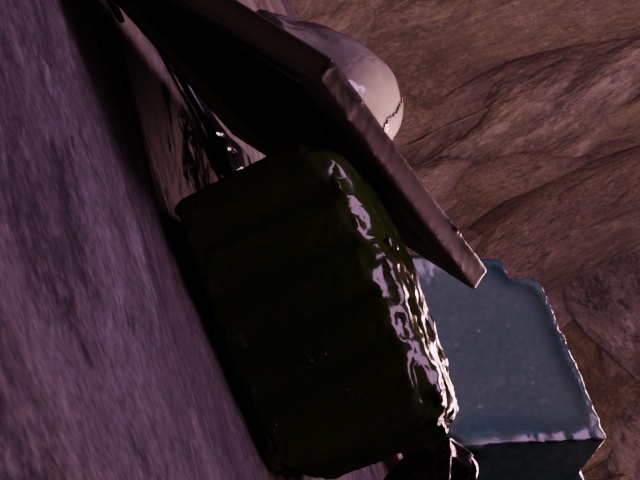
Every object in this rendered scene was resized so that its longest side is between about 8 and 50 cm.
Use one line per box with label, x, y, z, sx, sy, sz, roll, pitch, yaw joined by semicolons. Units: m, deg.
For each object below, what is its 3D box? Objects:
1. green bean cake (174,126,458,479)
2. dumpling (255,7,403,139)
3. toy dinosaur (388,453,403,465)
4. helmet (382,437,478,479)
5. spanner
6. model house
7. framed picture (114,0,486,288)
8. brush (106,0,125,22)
green bean cake;0.007;0.060;1.461;0.250;0.156;0.247;40;27;-76
dumpling;0.001;-0.223;2.511;0.260;0.181;0.341;53;31;-15
toy dinosaur;0.057;0.190;1.861;0.154;0.049;0.055;59;3;-1
helmet;0.088;0.258;1.543;0.153;0.107;0.177;-81;153;-48
spanner;-0.140;-0.173;1.788;0.316;0.024;0.087;63;12;-18
model house;0.155;0.200;2.143;0.249;0.230;0.280;120;-37;-44
framed picture;-0.040;-0.120;1.560;0.326;0.028;0.446;34;-6;30
brush;-0.194;-0.226;1.599;0.083;0.008;0.024;61;5;-32
